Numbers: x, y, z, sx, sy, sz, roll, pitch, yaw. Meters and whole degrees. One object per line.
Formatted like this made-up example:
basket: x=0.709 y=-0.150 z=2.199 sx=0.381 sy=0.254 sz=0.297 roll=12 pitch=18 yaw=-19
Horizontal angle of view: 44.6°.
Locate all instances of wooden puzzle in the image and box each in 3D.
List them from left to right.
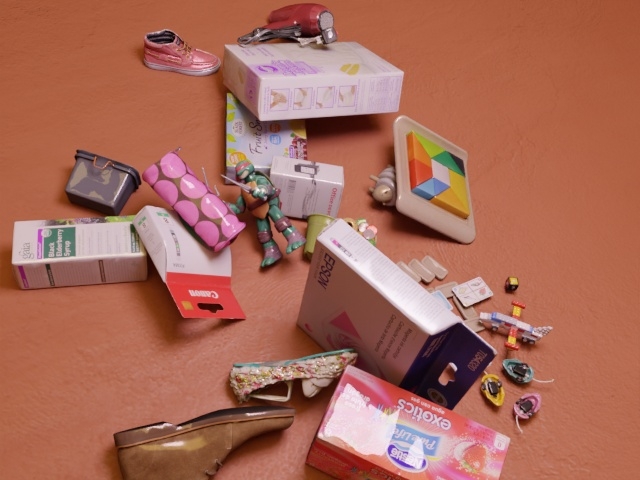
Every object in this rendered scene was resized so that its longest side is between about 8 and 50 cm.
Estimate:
wooden puzzle: x=0.247 y=-0.133 z=1.657 sx=0.220 sy=0.044 sz=0.239 roll=24 pitch=53 yaw=-30

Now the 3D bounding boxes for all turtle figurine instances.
turtle figurine: x=-0.127 y=-0.072 z=1.517 sx=0.118 sy=0.175 sz=0.234 roll=-33 pitch=92 yaw=-34

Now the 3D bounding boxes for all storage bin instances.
storage bin: x=-0.440 y=-0.112 z=1.555 sx=0.135 sy=0.098 sz=0.091 roll=18 pitch=67 yaw=2

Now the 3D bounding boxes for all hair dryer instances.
hair dryer: x=-0.079 y=-0.505 z=1.800 sx=0.223 sy=0.080 sz=0.293 roll=0 pitch=21 yaw=-5

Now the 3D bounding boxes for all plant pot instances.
plant pot: x=0.000 y=0.000 z=1.569 sx=0.083 sy=0.083 sz=0.079 roll=18 pitch=68 yaw=2

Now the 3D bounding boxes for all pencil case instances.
pencil case: x=-0.233 y=-0.073 z=1.464 sx=0.095 sy=0.098 sz=0.209 roll=-42 pitch=88 yaw=-8

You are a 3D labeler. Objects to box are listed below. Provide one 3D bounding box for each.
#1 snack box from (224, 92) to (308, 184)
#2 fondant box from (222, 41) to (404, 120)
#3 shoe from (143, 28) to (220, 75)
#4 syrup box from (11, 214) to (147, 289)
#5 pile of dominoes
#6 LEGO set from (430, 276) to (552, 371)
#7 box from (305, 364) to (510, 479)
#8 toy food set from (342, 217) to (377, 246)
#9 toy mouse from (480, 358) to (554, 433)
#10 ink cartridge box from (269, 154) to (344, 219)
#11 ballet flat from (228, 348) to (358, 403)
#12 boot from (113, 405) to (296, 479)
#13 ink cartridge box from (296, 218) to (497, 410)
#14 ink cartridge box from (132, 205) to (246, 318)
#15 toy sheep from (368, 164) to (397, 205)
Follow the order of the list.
snack box: x=-0.120 y=-0.218 z=1.687 sx=0.174 sy=0.070 sz=0.207 roll=3 pitch=55 yaw=-9
fondant box: x=-0.020 y=-0.353 z=1.699 sx=0.330 sy=0.096 sz=0.238 roll=-9 pitch=32 yaw=-23
shoe: x=-0.316 y=-0.430 z=1.782 sx=0.177 sy=0.081 sz=0.064 roll=4 pitch=57 yaw=-7
syrup box: x=-0.447 y=0.021 z=1.460 sx=0.236 sy=0.096 sz=0.093 roll=-3 pitch=57 yaw=-13
pile of dominoes: x=0.175 y=0.134 z=1.546 sx=0.251 sy=0.040 sz=0.196 roll=-13 pitch=60 yaw=-27
LEGO set: x=0.323 y=0.144 z=1.518 sx=0.244 sy=0.060 sz=0.182 roll=-19 pitch=58 yaw=-26
box: x=0.142 y=0.356 z=1.315 sx=0.299 sy=0.154 sz=0.142 roll=24 pitch=57 yaw=4
toy food set: x=0.079 y=-0.011 z=1.618 sx=0.082 sy=0.020 sz=0.083 roll=2 pitch=57 yaw=-9
toy mouse: x=0.374 y=0.283 z=1.474 sx=0.143 sy=0.031 sz=0.161 roll=-11 pitch=60 yaw=-16
ink cartridge box: x=-0.033 y=-0.104 z=1.601 sx=0.150 sy=0.109 sz=0.063 roll=9 pitch=42 yaw=-5
ballet flat: x=-0.046 y=0.242 z=1.373 sx=0.240 sy=0.091 sz=0.077 roll=-10 pitch=77 yaw=16
boot: x=-0.184 y=0.346 z=1.311 sx=0.305 sy=0.112 sz=0.115 roll=-10 pitch=81 yaw=-13
ink cartridge box: x=0.107 y=0.163 z=1.328 sx=0.330 sy=0.324 sz=0.071 roll=42 pitch=61 yaw=17
ink cartridge box: x=-0.229 y=0.041 z=1.453 sx=0.181 sy=0.056 sz=0.225 roll=9 pitch=41 yaw=-55
toy sheep: x=0.159 y=-0.119 z=1.665 sx=0.091 sy=0.091 sz=0.132 roll=43 pitch=55 yaw=18
